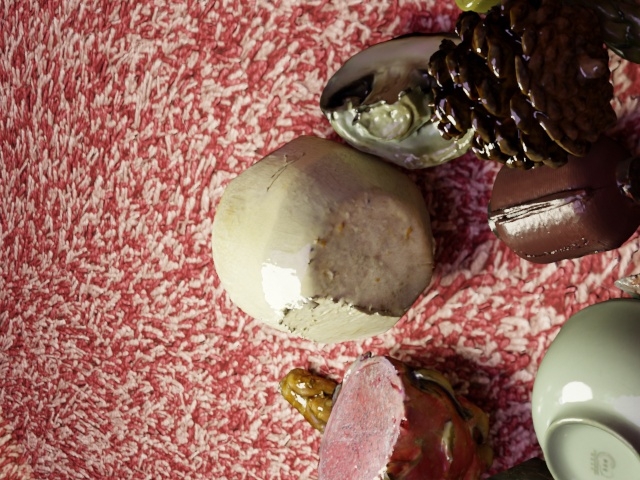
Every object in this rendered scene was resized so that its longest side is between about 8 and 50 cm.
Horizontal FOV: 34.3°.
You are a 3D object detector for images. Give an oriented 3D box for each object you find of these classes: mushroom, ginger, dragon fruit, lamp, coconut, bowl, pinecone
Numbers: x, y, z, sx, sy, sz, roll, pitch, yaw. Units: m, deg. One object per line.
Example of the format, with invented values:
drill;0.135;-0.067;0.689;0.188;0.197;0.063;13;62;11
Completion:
mushroom;0.150;-0.211;1.612;0.267;0.189;0.164;-20;124;17
ginger;-0.007;0.308;2.040;0.162;0.073;0.103;43;145;14
dragon fruit;0.172;0.353;1.781;0.263;0.314;0.296;25;155;-20
lamp;0.346;-0.057;1.486;0.258;0.180;0.180;-17;94;43
coconut;0.000;0.000;1.726;0.360;0.346;0.346;25;125;58
bowl;0.441;0.276;1.484;0.354;0.185;0.353;28;135;32
pinecone;0.256;-0.213;1.365;0.257;0.243;0.243;8;113;23

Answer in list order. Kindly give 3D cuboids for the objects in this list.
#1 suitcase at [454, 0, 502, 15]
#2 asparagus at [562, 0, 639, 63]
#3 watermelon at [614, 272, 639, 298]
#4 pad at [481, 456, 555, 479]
suitcase;0.237;-0.442;1.437;0.194;0.143;0.234;-40;65;44
asparagus;0.416;-0.286;1.404;0.287;0.080;0.080;36;128;28
watermelon;0.507;0.076;1.462;0.180;0.094;0.081;17;109;18
pad;0.423;0.411;1.560;0.368;0.248;0.007;14;102;39
